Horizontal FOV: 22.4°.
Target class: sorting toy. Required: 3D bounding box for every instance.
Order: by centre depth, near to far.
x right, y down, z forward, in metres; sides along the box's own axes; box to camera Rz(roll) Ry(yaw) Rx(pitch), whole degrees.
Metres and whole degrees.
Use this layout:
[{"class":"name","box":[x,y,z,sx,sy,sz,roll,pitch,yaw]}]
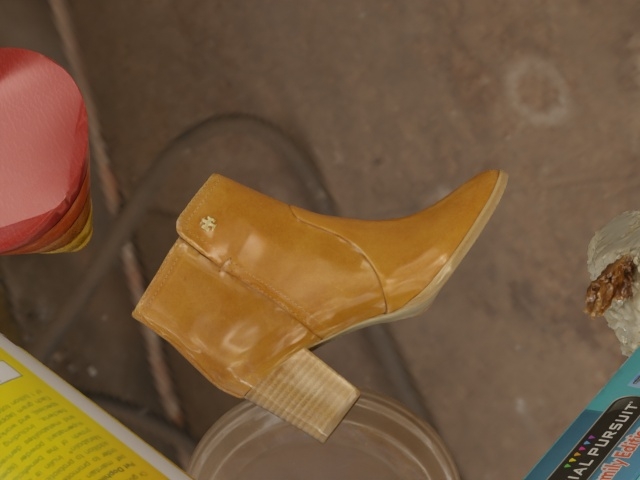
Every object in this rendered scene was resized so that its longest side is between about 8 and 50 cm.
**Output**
[{"class":"sorting toy","box":[-0.221,-0.115,0.956,0.365,0.127,0.126,56,-179,29]}]

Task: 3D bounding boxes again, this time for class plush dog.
[{"class":"plush dog","box":[0.345,0.084,1.427,0.262,0.210,0.225,-26,100,47]}]

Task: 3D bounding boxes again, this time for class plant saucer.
[{"class":"plant saucer","box":[0.001,0.266,1.581,0.277,0.041,0.278,1,116,1]}]

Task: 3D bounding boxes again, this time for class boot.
[{"class":"boot","box":[-0.001,0.001,1.344,0.211,0.295,0.104,38,166,5]}]

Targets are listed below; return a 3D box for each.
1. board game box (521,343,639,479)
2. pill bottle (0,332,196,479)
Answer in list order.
[{"class":"board game box","box":[0.212,0.256,1.122,0.079,0.336,0.254,3,117,38]},{"class":"pill bottle","box":[-0.101,0.134,0.655,0.215,0.117,0.117,33,137,24]}]
